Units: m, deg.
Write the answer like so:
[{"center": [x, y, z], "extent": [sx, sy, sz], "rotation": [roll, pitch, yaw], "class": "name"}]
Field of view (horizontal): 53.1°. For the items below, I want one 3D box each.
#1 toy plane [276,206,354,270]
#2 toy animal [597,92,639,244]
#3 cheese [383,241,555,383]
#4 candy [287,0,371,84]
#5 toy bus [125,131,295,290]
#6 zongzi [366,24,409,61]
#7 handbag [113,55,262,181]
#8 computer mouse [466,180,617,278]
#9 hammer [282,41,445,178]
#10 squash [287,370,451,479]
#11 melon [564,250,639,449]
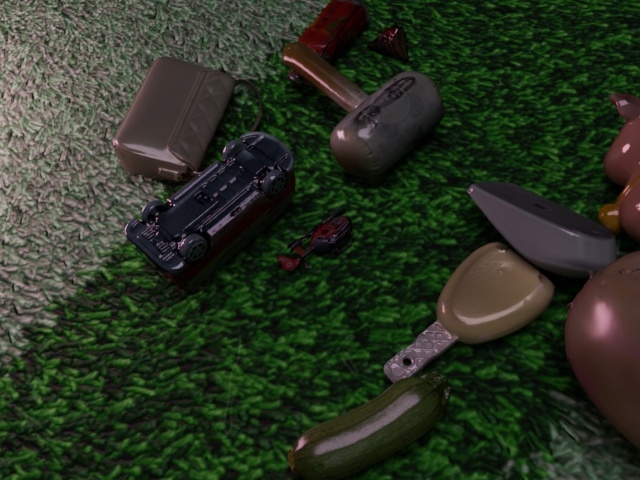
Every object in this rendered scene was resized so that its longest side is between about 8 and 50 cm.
[{"center": [0.000, 0.000, 0.968], "extent": [0.145, 0.037, 0.060], "rotation": [-39, 56, -19], "class": "toy plane"}, {"center": [0.481, -0.078, 0.894], "extent": [0.165, 0.149, 0.247], "rotation": [7, 68, -5], "class": "toy animal"}, {"center": [0.188, 0.108, 0.859], "extent": [0.252, 0.054, 0.127], "rotation": [-36, 56, -15], "class": "cheese"}, {"center": [0.022, -0.395, 1.217], "extent": [0.086, 0.059, 0.292], "rotation": [21, 61, 24], "class": "candy"}, {"center": [-0.149, -0.045, 0.968], "extent": [0.121, 0.119, 0.265], "rotation": [37, 69, 27], "class": "toy bus"}, {"center": [0.124, -0.372, 1.201], "extent": [0.074, 0.067, 0.083], "rotation": [-23, 37, 6], "class": "zongzi"}, {"center": [-0.220, -0.206, 1.122], "extent": [0.219, 0.079, 0.256], "rotation": [13, 59, 4], "class": "handbag"}, {"center": [0.304, -0.015, 0.896], "extent": [0.128, 0.079, 0.231], "rotation": [0, 29, -39], "class": "computer mouse"}, {"center": [0.041, -0.245, 1.072], "extent": [0.202, 0.113, 0.305], "rotation": [-40, 65, -21], "class": "hammer"}, {"center": [0.064, 0.230, 0.782], "extent": [0.219, 0.068, 0.077], "rotation": [-28, 78, -9], "class": "squash"}, {"center": [0.419, 0.142, 0.702], "extent": [0.223, 0.223, 0.317], "rotation": [-37, 58, -16], "class": "melon"}]
